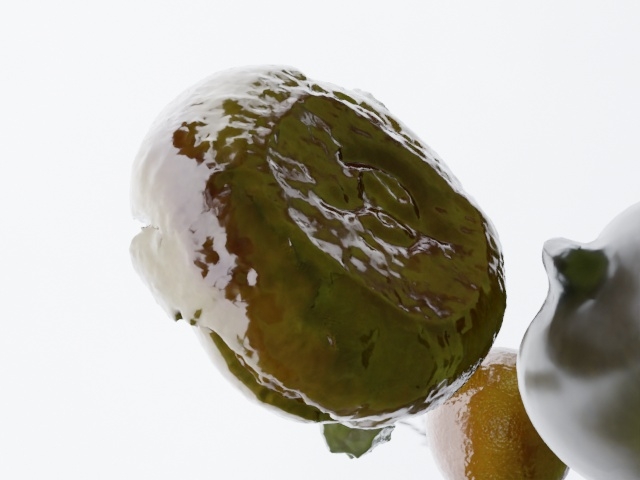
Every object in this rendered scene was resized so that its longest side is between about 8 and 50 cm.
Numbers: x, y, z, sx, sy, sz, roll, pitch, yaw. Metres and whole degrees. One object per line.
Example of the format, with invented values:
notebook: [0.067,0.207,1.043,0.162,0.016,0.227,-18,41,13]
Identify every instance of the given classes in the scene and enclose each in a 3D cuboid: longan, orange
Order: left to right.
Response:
orange: [0.226,0.236,1.762,0.206,0.206,0.206,-5,-83,-42]
longan: [0.320,0.097,1.293,0.300,0.243,0.300,-2,-79,-9]

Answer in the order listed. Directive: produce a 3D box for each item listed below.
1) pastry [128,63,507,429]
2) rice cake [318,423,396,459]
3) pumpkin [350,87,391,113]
pastry: [0.000,0.000,1.196,0.356,0.164,0.356,26,-144,-21]
rice cake: [0.034,0.173,1.332,0.052,0.256,0.057,-33,-99,1]
pumpkin: [0.026,-0.004,1.797,0.199,0.332,0.332,-24,-69,-17]
